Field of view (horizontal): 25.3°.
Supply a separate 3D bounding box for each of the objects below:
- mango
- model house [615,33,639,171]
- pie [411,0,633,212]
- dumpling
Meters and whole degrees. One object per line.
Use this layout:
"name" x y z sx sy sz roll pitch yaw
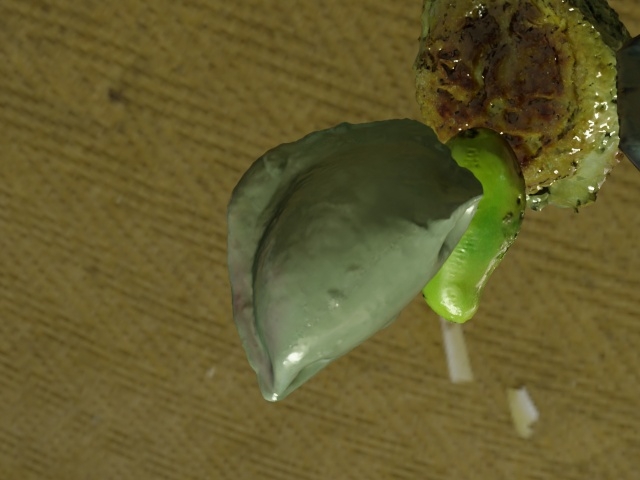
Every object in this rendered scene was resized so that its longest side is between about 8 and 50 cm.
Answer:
"mango" 0.174 -0.018 1.656 0.125 0.111 0.233 2 106 -10
"model house" 0.437 -0.070 1.161 0.360 0.339 0.297 39 88 -13
"pie" 0.251 -0.201 1.769 0.288 0.103 0.355 -39 85 41
"dumpling" 0.009 0.007 0.992 0.105 0.149 0.217 37 94 -36
